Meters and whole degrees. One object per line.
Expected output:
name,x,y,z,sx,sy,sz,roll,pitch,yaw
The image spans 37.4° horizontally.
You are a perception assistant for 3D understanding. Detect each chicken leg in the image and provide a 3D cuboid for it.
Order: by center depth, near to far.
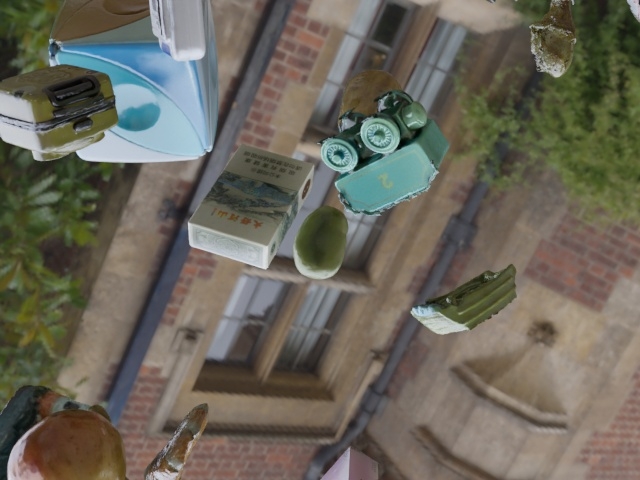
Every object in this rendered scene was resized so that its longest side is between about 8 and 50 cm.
chicken leg,0.523,-0.480,2.112,0.103,0.227,0.088,8,-165,23

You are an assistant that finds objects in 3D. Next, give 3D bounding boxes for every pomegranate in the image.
pomegranate,-0.402,0.368,1.513,0.191,0.191,0.191,23,-163,-7

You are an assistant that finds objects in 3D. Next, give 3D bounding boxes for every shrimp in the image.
shrimp,-0.252,0.375,1.649,0.062,0.317,0.164,34,-126,2

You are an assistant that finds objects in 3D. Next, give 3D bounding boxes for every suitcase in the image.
suitcase,-0.523,-0.253,1.853,0.194,0.143,0.235,-28,-148,-37

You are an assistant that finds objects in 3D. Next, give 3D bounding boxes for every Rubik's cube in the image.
Rubik's cube,-0.430,-0.414,2.268,0.347,0.351,0.352,-3,-141,0

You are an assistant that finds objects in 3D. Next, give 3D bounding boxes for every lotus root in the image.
lotus root,0.110,-0.282,2.059,0.140,0.154,0.257,11,-141,8

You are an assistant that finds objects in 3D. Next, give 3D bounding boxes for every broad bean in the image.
broad bean,0.000,0.000,2.078,0.124,0.174,0.082,4,146,28

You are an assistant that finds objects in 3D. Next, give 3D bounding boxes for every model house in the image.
model house,-0.474,0.427,1.791,0.291,0.184,0.253,8,-134,22

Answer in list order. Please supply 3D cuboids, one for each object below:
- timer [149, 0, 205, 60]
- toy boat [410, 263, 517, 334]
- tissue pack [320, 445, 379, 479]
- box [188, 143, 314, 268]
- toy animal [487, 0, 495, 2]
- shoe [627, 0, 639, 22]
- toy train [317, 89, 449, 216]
timer,-0.252,-0.436,1.593,0.078,0.253,0.178,-10,-161,-16
toy boat,0.305,0.129,1.951,0.276,0.084,0.111,-21,-177,-41
tissue pack,0.058,0.617,2.182,0.092,0.148,0.246,32,-156,-12
box,-0.132,-0.073,1.858,0.164,0.069,0.256,16,-134,11
toy animal,0.326,-0.445,1.612,0.047,0.065,0.136,19,177,-38
shoe,0.518,-0.398,1.393,0.137,0.114,0.291,36,-177,39
toy train,0.103,-0.142,1.545,0.163,0.203,0.112,53,-140,-17
